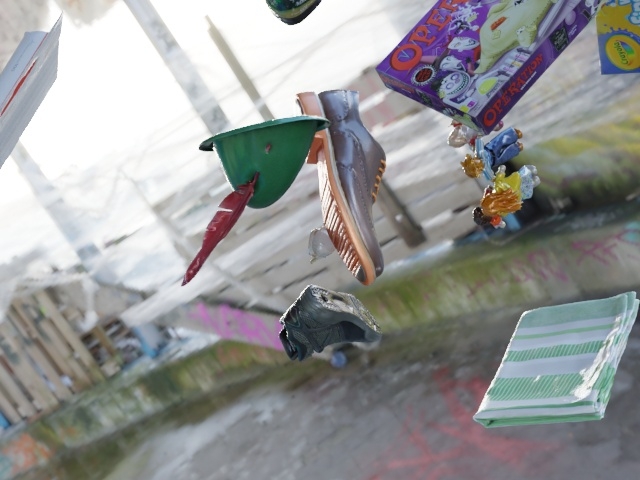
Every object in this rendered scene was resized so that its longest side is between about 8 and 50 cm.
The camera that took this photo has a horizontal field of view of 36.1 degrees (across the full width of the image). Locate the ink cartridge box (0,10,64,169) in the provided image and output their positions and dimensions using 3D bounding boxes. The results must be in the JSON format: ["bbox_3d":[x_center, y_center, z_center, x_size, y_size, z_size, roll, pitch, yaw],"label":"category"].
[{"bbox_3d":[-0.357,-0.156,1.098,0.189,0.066,0.232,-63,6,-15],"label":"ink cartridge box"}]

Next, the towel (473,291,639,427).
[{"bbox_3d":[0.426,0.212,1.764,0.247,0.038,0.325,-14,26,37],"label":"towel"}]

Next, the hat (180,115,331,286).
[{"bbox_3d":[-0.070,-0.053,1.310,0.208,0.184,0.173,-12,-3,35],"label":"hat"}]

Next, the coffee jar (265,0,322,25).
[{"bbox_3d":[-0.052,-0.424,1.552,0.096,0.079,0.184,-47,-22,-10],"label":"coffee jar"}]

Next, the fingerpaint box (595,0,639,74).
[{"bbox_3d":[0.653,-0.487,1.679,0.371,0.445,0.163,-1,63,20],"label":"fingerpaint box"}]

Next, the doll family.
[{"bbox_3d":[0.345,-0.142,1.934,0.163,0.263,0.118,-31,18,-33],"label":"doll family"}]

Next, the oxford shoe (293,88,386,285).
[{"bbox_3d":[0.062,-0.103,1.679,0.132,0.364,0.130,-12,-16,-13],"label":"oxford shoe"}]

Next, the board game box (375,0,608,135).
[{"bbox_3d":[0.258,-0.311,1.325,0.347,0.056,0.208,-48,41,-7],"label":"board game box"}]

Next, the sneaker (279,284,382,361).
[{"bbox_3d":[0.011,0.157,1.746,0.130,0.087,0.227,-43,-34,21],"label":"sneaker"}]

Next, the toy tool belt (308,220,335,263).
[{"bbox_3d":[0.000,0.000,1.749,0.051,0.052,0.083,-46,24,45],"label":"toy tool belt"}]
